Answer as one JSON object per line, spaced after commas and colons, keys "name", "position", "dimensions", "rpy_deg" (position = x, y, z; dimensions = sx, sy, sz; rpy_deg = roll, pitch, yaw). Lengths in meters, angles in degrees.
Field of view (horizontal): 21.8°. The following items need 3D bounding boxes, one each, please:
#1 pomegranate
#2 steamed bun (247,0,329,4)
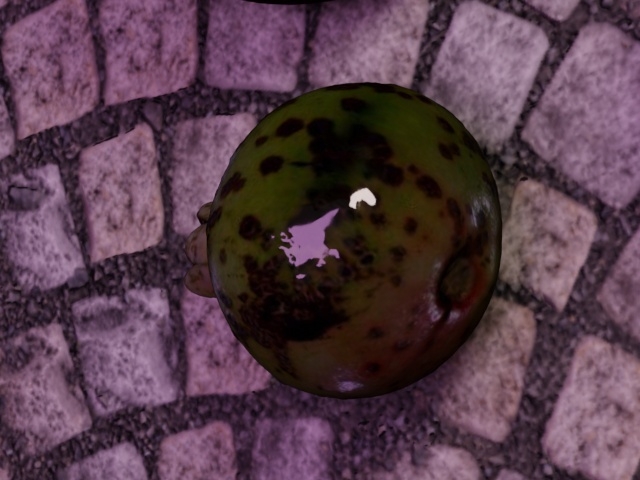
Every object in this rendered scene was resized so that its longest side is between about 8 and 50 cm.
{"name": "pomegranate", "position": [0.011, -0.014, 1.300], "dimensions": [0.306, 0.242, 0.242], "rpy_deg": [37, 113, 63]}
{"name": "steamed bun", "position": [-0.050, -0.313, 1.311], "dimensions": [0.379, 0.235, 0.248], "rpy_deg": [-4, 82, 33]}
